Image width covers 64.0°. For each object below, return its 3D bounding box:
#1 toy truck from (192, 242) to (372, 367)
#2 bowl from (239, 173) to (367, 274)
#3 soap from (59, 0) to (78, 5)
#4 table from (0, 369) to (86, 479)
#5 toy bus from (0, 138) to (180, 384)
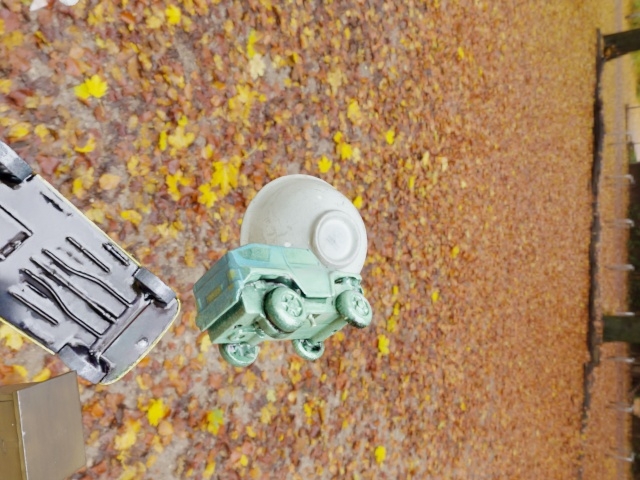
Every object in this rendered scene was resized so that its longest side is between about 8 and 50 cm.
[{"bbox_3d":[-0.055,0.100,0.822,0.279,0.155,0.156,7,52,-45],"label":"toy truck"},{"bbox_3d":[0.000,0.000,1.087,0.314,0.146,0.313,4,82,-32],"label":"bowl"},{"bbox_3d":[-0.284,-0.325,0.420,0.089,0.274,0.173,-17,139,-40],"label":"soap"},{"bbox_3d":[-0.254,0.160,0.422,0.070,0.082,0.083,4,77,-80],"label":"table"},{"bbox_3d":[-0.319,0.016,0.578,0.145,0.151,0.331,-50,129,-18],"label":"toy bus"}]
